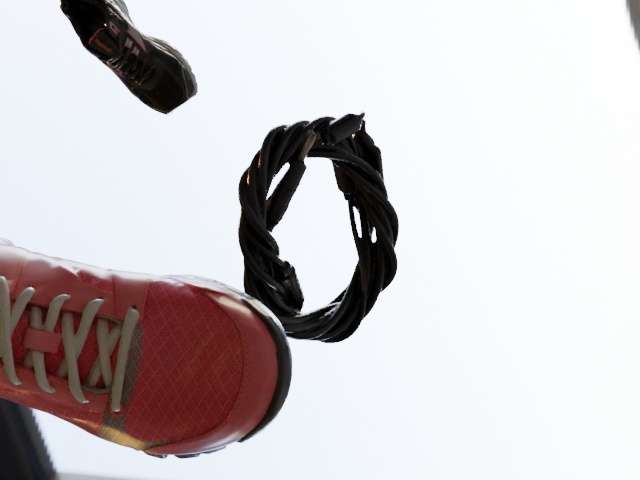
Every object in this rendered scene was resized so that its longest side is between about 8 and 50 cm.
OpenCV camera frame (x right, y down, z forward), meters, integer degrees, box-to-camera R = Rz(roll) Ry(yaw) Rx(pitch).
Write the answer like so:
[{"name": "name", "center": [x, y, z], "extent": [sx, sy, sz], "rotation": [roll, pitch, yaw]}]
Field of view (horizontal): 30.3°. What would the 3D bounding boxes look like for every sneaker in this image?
[{"name": "sneaker", "center": [-0.171, 0.062, 0.700], "extent": [0.136, 0.314, 0.116], "rotation": [12, -92, -64]}, {"name": "sneaker", "center": [-0.211, -0.199, 1.242], "extent": [0.072, 0.178, 0.077], "rotation": [-50, -6, 18]}]

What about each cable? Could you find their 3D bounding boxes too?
[{"name": "cable", "center": [0.000, 0.000, 0.882], "extent": [0.150, 0.047, 0.184], "rotation": [-28, -58, -44]}]
